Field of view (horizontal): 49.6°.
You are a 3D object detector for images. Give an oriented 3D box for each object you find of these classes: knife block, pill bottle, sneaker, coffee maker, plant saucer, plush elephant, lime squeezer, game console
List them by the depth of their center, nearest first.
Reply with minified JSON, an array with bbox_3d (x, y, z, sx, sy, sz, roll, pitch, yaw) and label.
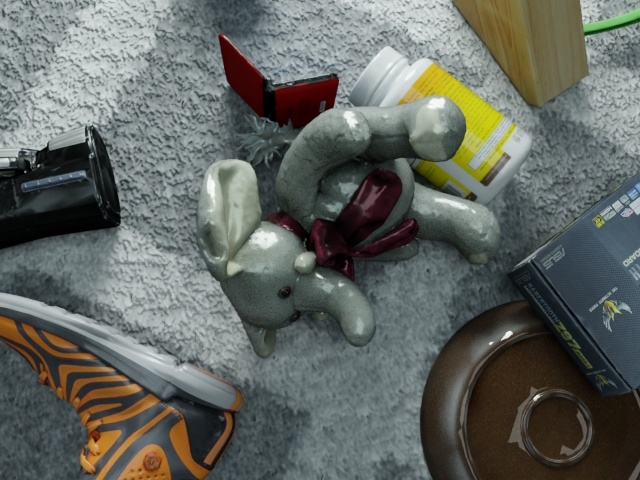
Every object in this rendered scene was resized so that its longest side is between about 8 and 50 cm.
[{"bbox_3d":[0.000,0.000,0.749,0.330,0.272,0.255,15,68,24],"label":"plush elephant"},{"bbox_3d":[-0.260,0.186,0.768,0.321,0.124,0.180,25,79,1],"label":"sneaker"},{"bbox_3d":[-0.333,-0.038,0.819,0.178,0.120,0.171,-11,104,-4],"label":"coffee maker"},{"bbox_3d":[0.248,-0.325,0.824,0.088,0.242,0.276,-33,84,-7],"label":"knife block"},{"bbox_3d":[0.277,0.223,0.832,0.310,0.050,0.311,1,81,-4],"label":"plant saucer"},{"bbox_3d":[-0.050,-0.192,0.833,0.124,0.144,0.085,-12,82,-5],"label":"game console"},{"bbox_3d":[0.142,-0.140,0.850,0.215,0.117,0.117,39,80,3],"label":"pill bottle"},{"bbox_3d":[0.491,-0.272,0.915,0.310,0.059,0.110,19,61,-1],"label":"lime squeezer"}]

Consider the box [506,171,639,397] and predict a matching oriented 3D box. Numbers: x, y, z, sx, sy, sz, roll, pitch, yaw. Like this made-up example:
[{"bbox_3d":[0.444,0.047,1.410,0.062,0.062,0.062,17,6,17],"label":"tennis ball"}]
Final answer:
[{"bbox_3d":[0.366,0.046,0.831,0.232,0.059,0.183,-32,82,-22],"label":"box"}]
